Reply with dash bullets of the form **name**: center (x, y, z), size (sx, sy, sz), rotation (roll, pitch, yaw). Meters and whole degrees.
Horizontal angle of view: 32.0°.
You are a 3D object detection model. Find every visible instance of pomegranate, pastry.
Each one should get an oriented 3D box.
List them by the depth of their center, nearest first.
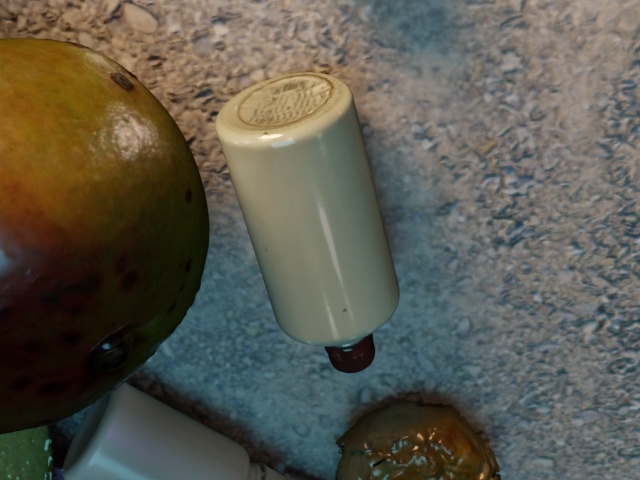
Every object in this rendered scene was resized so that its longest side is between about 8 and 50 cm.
- **pomegranate**: center (-0.228, -0.020, 0.807), size (0.291, 0.323, 0.290), rotation (-17, 129, -22)
- **pastry**: center (0.086, 0.213, 1.013), size (0.153, 0.081, 0.153), rotation (-3, 123, -5)

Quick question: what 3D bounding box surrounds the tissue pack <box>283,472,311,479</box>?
- **tissue pack**: center (0.037, 0.354, 1.089), size (0.225, 0.124, 0.185), rotation (18, 122, -8)

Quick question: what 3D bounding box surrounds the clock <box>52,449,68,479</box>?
- **clock**: center (-0.220, 0.256, 1.090), size (0.153, 0.050, 0.110), rotation (25, 124, -13)

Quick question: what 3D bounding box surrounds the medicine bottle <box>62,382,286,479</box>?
- **medicine bottle**: center (-0.131, 0.214, 1.020), size (0.187, 0.102, 0.103), rotation (31, 122, -17)

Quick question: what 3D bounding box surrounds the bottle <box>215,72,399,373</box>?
- **bottle**: center (0.000, 0.000, 0.856), size (0.104, 0.104, 0.245), rotation (-9, 123, 11)

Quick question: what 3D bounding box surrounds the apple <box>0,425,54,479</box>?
- **apple**: center (-0.378, 0.185, 0.976), size (0.254, 0.179, 0.346), rotation (-15, 119, 19)
